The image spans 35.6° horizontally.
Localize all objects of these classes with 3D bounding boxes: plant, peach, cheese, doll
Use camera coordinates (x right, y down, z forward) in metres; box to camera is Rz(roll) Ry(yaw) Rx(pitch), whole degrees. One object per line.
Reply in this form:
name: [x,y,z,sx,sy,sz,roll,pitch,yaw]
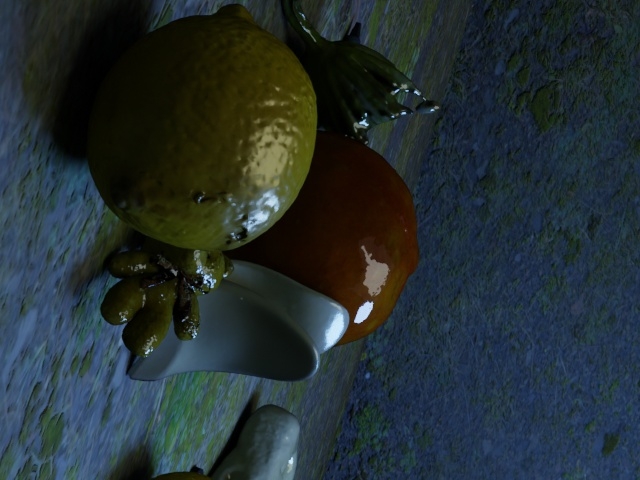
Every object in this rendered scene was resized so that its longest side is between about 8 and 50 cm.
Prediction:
plant: [0.019,-0.315,1.579,0.180,0.251,0.333,-47,127,-32]
peach: [0.000,0.000,1.517,0.343,0.301,0.343,20,90,-78]
cheese: [-0.152,0.558,2.043,0.351,0.129,0.328,-60,162,-47]
doll: [-0.180,0.048,1.183,0.097,0.137,0.209,-43,-167,35]

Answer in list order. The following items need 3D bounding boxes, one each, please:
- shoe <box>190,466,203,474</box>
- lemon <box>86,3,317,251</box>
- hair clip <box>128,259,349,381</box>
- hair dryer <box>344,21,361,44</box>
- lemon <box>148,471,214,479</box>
shoe: [-0.232,0.501,1.802,0.071,0.049,0.179,3,104,-77]
lemon: [-0.114,-0.114,1.018,0.253,0.228,0.228,-57,165,-10]
hair clip: [-0.105,0.113,1.335,0.113,0.282,0.172,-78,177,-58]
hair dryer: [0.045,-0.323,1.910,0.173,0.050,0.195,96,13,-53]
lemon: [-0.211,0.439,1.480,0.256,0.188,0.188,-8,115,-71]
